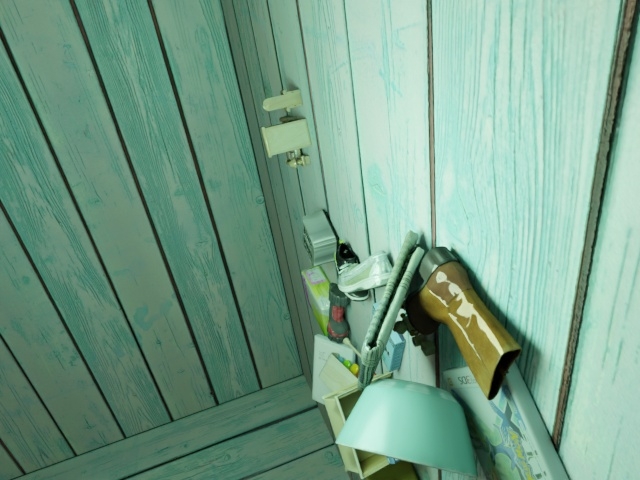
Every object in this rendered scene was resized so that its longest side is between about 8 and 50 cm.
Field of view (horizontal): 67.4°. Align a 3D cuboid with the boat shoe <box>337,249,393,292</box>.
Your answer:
[{"bbox_3d":[0.133,0.098,1.463,0.320,0.118,0.103,153,106,-73],"label":"boat shoe"}]

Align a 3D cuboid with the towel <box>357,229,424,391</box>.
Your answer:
[{"bbox_3d":[0.167,0.176,1.140,0.312,0.056,0.324,88,-156,-57],"label":"towel"}]

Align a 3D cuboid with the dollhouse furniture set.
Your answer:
[{"bbox_3d":[-0.177,-0.443,1.945,0.355,0.174,0.303,-140,35,-67],"label":"dollhouse furniture set"}]

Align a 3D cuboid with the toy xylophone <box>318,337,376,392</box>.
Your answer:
[{"bbox_3d":[0.117,0.550,1.953,0.081,0.236,0.322,27,-169,-36],"label":"toy xylophone"}]

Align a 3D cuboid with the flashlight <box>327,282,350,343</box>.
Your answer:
[{"bbox_3d":[0.080,0.307,2.004,0.304,0.103,0.103,93,175,-46],"label":"flashlight"}]

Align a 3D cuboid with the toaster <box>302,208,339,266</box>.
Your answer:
[{"bbox_3d":[0.000,0.000,1.900,0.168,0.110,0.185,91,158,-57],"label":"toaster"}]

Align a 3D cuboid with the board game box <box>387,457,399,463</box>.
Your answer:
[{"bbox_3d":[0.244,0.593,1.550,0.035,0.136,0.201,-45,61,55],"label":"board game box"}]

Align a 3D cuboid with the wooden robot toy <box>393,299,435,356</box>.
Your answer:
[{"bbox_3d":[0.232,0.238,1.281,0.076,0.079,0.173,91,159,-54],"label":"wooden robot toy"}]

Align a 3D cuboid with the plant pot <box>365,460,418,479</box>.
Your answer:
[{"bbox_3d":[0.262,0.919,1.746,0.187,0.212,0.212,-82,-12,-52],"label":"plant pot"}]

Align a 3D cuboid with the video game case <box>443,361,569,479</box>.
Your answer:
[{"bbox_3d":[0.377,0.411,0.978,0.300,0.036,0.328,110,141,-70],"label":"video game case"}]

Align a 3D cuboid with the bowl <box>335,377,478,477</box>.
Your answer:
[{"bbox_3d":[0.201,0.414,1.089,0.311,0.312,0.163,107,176,-68],"label":"bowl"}]

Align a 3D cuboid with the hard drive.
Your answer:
[{"bbox_3d":[0.059,0.601,2.165,0.210,0.040,0.318,12,107,35],"label":"hard drive"}]

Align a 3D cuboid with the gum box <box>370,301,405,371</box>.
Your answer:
[{"bbox_3d":[0.212,0.310,1.546,0.184,0.041,0.157,89,160,-49],"label":"gum box"}]

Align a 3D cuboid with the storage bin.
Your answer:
[{"bbox_3d":[0.173,0.612,1.629,0.123,0.261,0.262,-34,73,59],"label":"storage bin"}]

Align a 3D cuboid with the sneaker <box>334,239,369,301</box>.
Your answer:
[{"bbox_3d":[0.100,0.102,1.661,0.097,0.084,0.234,93,157,-54],"label":"sneaker"}]

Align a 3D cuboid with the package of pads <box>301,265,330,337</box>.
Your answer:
[{"bbox_3d":[0.011,0.283,2.247,0.296,0.101,0.229,-122,19,-48],"label":"package of pads"}]

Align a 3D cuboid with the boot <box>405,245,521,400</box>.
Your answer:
[{"bbox_3d":[0.287,0.191,0.978,0.280,0.096,0.264,-116,27,-43],"label":"boot"}]
